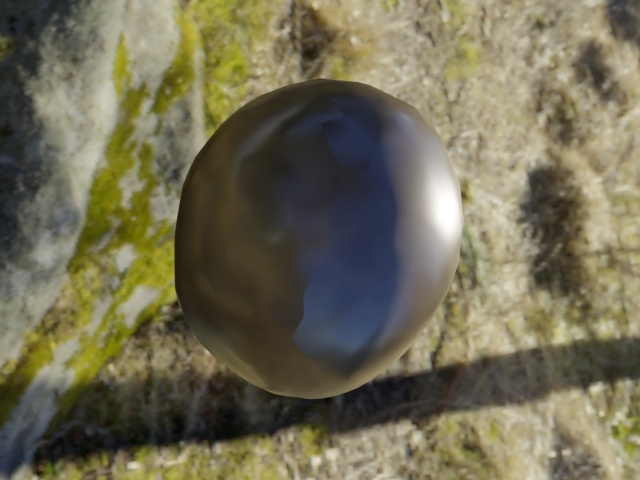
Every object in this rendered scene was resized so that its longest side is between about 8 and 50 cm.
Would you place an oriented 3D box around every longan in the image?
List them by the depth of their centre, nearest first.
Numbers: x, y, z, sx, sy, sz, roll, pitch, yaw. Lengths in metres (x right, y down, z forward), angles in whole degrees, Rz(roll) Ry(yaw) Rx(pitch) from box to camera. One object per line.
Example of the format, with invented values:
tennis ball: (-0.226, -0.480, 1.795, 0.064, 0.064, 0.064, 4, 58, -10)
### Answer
longan: (0.000, 0.000, 1.511, 0.404, 0.336, 0.404, -30, 133, -39)
